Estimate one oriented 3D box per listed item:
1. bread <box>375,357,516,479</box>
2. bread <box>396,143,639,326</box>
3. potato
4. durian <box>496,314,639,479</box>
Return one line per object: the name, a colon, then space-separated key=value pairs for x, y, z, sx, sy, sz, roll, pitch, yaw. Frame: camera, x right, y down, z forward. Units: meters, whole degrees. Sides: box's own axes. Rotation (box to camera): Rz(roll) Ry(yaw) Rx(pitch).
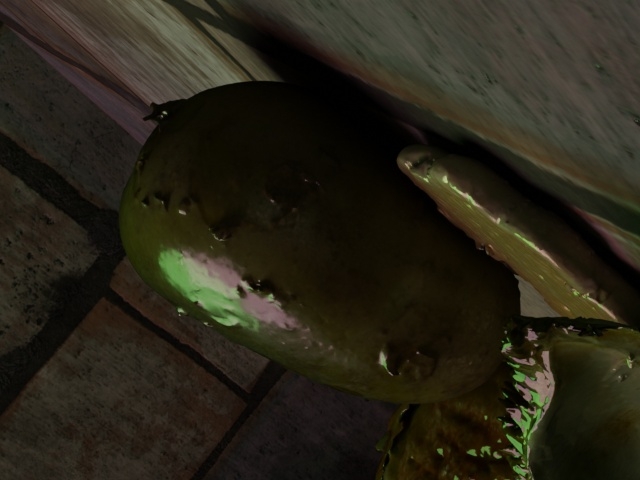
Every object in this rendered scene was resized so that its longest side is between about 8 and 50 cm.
bread: x=0.213 y=0.291 z=1.636 sx=0.204 sy=0.358 sz=0.337 roll=18 pitch=-148 yaw=-35
bread: x=0.170 y=0.014 z=1.064 sx=0.251 sy=0.039 sz=0.182 roll=41 pitch=174 yaw=-21
potato: x=0.004 y=0.004 z=1.205 sx=0.359 sy=0.219 sz=0.270 roll=31 pitch=-176 yaw=4
durian: x=0.250 y=0.152 z=0.941 sx=0.394 sy=0.163 sz=0.198 roll=37 pitch=164 yaw=-30
